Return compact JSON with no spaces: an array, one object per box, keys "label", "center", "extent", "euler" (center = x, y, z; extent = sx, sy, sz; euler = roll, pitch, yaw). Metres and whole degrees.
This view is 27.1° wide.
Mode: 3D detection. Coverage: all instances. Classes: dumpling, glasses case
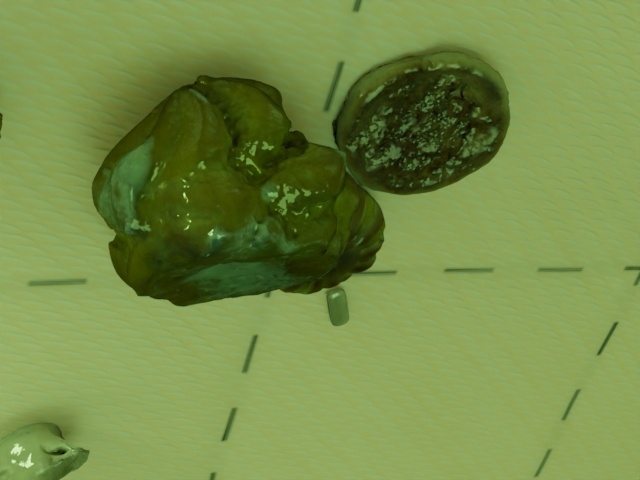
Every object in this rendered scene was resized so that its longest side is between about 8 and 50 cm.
[{"label":"dumpling","center":[-0.470,0.358,2.165],"extent":[0.199,0.118,0.136],"euler":[0,165,4]},{"label":"glasses case","center":[0.029,0.111,2.206],"extent":[0.032,0.021,0.083],"euler":[-17,135,-7]}]

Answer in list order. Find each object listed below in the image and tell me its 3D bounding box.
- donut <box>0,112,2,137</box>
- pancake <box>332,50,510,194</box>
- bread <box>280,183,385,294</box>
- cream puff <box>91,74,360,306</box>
[{"label":"donut","center":[-0.500,-0.135,1.699],"extent":[0.181,0.078,0.146],"euler":[-28,155,-15]},{"label":"pancake","center":[0.157,-0.170,1.985],"extent":[0.283,0.049,0.282],"euler":[-10,133,-11]},{"label":"bread","center":[0.000,0.000,2.036],"extent":[0.213,0.104,0.213],"euler":[-10,131,-12]},{"label":"cream puff","center":[-0.133,-0.077,1.818],"extent":[0.379,0.275,0.378],"euler":[-10,163,-3]}]
